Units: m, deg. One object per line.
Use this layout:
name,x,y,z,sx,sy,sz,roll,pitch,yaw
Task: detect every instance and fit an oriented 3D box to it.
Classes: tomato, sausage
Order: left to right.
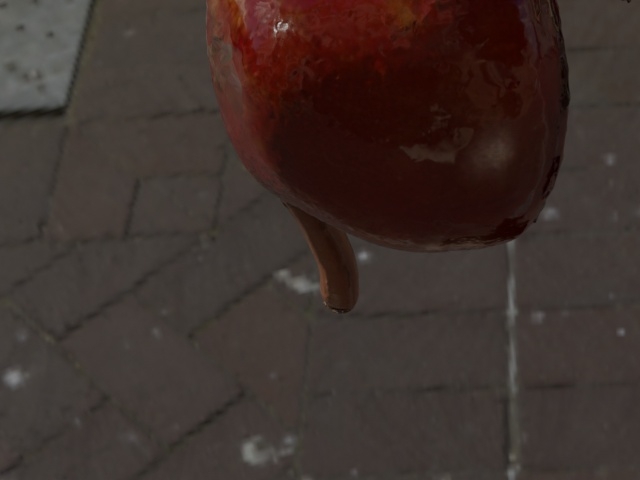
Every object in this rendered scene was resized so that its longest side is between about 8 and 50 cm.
sausage,0.000,-0.001,1.489,0.047,0.176,0.040,-20,41,5
tomato,0.012,-0.098,0.819,0.140,0.200,0.233,-14,28,-24

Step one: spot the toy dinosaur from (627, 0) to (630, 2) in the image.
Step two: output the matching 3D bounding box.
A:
toy dinosaur,0.186,-0.225,1.091,0.055,0.049,0.154,-32,61,36
